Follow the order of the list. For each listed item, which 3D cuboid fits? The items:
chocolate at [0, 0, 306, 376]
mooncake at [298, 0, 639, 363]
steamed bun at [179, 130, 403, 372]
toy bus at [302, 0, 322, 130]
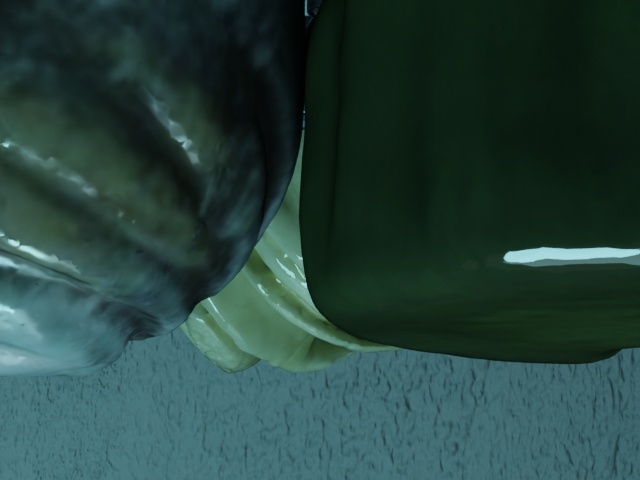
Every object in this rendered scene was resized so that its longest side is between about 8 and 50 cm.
[{"bbox_3d":[-0.137,-0.040,0.706,0.303,0.213,0.303,-3,173,0],"label":"chocolate"},{"bbox_3d":[0.155,-0.047,0.651,0.351,0.187,0.351,3,171,0],"label":"mooncake"},{"bbox_3d":[-0.002,-0.001,1.073,0.289,0.203,0.276,-4,168,45],"label":"steamed bun"},{"bbox_3d":[0.022,-0.102,0.843,0.075,0.060,0.123,3,171,-10],"label":"toy bus"}]
